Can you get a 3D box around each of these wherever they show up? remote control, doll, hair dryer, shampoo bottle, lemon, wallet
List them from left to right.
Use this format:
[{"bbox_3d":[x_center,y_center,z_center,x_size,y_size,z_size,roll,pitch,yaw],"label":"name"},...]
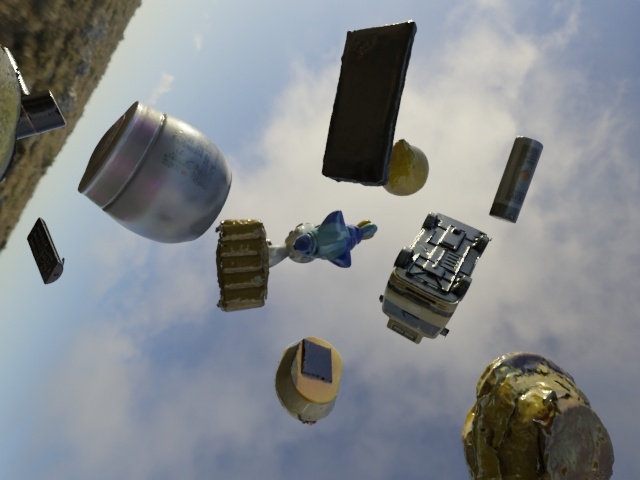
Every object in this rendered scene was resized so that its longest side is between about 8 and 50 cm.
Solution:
[{"bbox_3d":[-0.895,-0.443,1.171,0.352,0.189,0.107,56,-25,14],"label":"hair dryer"},{"bbox_3d":[-0.284,0.010,0.427,0.091,0.016,0.034,41,-81,37],"label":"remote control"},{"bbox_3d":[-0.362,-0.144,0.918,0.273,0.266,0.273,-32,-139,34],"label":"shampoo bottle"},{"bbox_3d":[-0.003,-0.007,1.462,0.365,0.187,0.376,-8,-149,32],"label":"doll"},{"bbox_3d":[0.081,-0.242,0.735,0.146,0.030,0.285,14,-85,36],"label":"wallet"},{"bbox_3d":[0.289,-0.252,1.450,0.187,0.244,0.187,-6,-124,9],"label":"lemon"},{"bbox_3d":[0.539,-0.165,1.134,0.056,0.086,0.227,30,-77,68],"label":"shampoo bottle"}]

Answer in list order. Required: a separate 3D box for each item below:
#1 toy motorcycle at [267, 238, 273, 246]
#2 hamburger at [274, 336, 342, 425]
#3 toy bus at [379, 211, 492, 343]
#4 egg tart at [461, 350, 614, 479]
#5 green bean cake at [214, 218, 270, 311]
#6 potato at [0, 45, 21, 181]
[{"bbox_3d":[-0.295,0.113,1.567,0.171,0.089,0.298,17,-102,33],"label":"toy motorcycle"},{"bbox_3d":[-0.041,0.461,1.373,0.151,0.227,0.295,-53,-175,33],"label":"hamburger"},{"bbox_3d":[0.291,0.082,1.035,0.177,0.365,0.202,28,-52,18],"label":"toy bus"},{"bbox_3d":[0.294,0.265,0.533,0.106,0.241,0.241,-33,-141,63],"label":"egg tart"},{"bbox_3d":[-0.197,0.058,1.030,0.224,0.131,0.230,164,-76,-77],"label":"green bean cake"},{"bbox_3d":[-0.453,-0.157,0.470,0.202,0.117,0.182,129,-29,-67],"label":"potato"}]
